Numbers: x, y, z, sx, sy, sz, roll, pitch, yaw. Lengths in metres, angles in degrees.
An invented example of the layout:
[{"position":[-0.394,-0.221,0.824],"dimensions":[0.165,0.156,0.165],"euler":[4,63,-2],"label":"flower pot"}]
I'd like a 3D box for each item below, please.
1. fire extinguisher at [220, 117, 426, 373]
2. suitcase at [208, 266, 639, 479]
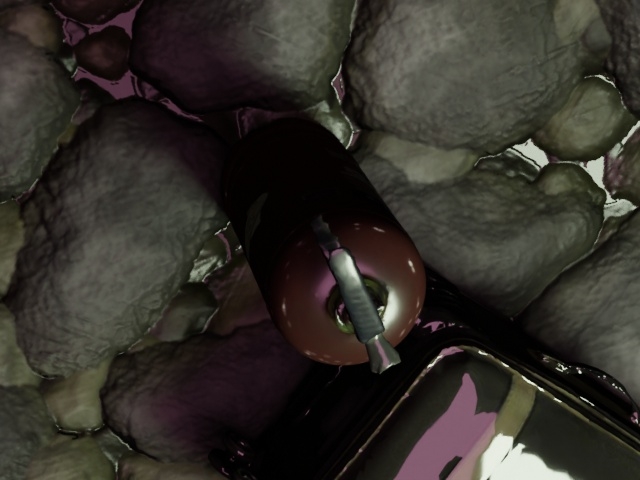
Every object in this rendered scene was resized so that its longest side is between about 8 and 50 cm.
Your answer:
[{"position":[0.000,0.000,1.328],"dimensions":[0.114,0.337,0.135],"euler":[-27,113,-1],"label":"fire extinguisher"},{"position":[0.154,0.222,1.532],"dimensions":[0.434,0.194,0.283],"euler":[34,103,-23],"label":"suitcase"}]
